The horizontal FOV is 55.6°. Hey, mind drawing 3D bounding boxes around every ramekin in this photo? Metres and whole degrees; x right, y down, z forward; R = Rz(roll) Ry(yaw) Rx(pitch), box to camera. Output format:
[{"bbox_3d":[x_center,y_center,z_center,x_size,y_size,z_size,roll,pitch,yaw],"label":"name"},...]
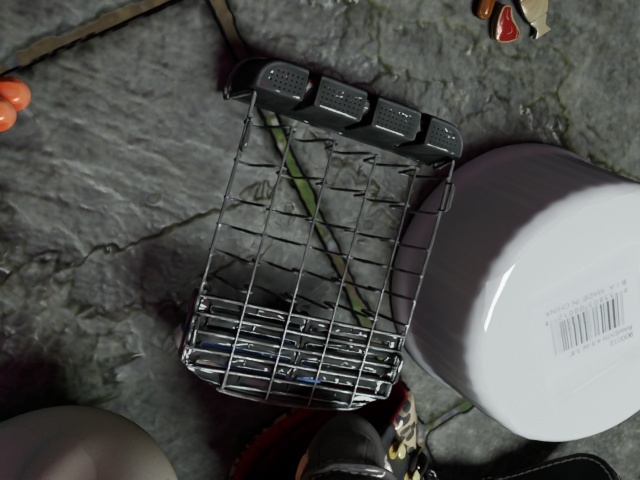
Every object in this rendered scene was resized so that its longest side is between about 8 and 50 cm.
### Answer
[{"bbox_3d":[0.221,0.053,0.582,0.278,0.135,0.277,-5,108,-16],"label":"ramekin"}]

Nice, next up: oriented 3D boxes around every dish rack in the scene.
[{"bbox_3d":[0.000,0.000,0.503,0.208,0.074,0.271,15,90,-20],"label":"dish rack"}]

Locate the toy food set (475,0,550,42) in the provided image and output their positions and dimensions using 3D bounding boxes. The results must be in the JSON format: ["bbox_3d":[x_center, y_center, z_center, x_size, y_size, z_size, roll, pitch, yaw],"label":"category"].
[{"bbox_3d":[0.159,-0.230,0.538,0.078,0.019,0.122,-26,121,-8],"label":"toy food set"}]

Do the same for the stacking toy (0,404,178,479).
[{"bbox_3d":[-0.143,0.394,0.515,0.351,0.350,0.480,-38,129,-3],"label":"stacking toy"}]

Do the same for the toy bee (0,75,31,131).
[{"bbox_3d":[-0.270,-0.097,0.364,0.162,0.195,0.298,-17,149,9],"label":"toy bee"}]

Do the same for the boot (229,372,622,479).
[{"bbox_3d":[0.119,0.259,0.613,0.378,0.138,0.284,-24,113,2],"label":"boot"}]

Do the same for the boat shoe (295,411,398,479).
[{"bbox_3d":[0.028,0.287,0.501,0.112,0.095,0.335,1,120,2],"label":"boat shoe"}]

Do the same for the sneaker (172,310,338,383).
[{"bbox_3d":[-0.050,0.089,0.546,0.152,0.058,0.084,32,101,-28],"label":"sneaker"}]
